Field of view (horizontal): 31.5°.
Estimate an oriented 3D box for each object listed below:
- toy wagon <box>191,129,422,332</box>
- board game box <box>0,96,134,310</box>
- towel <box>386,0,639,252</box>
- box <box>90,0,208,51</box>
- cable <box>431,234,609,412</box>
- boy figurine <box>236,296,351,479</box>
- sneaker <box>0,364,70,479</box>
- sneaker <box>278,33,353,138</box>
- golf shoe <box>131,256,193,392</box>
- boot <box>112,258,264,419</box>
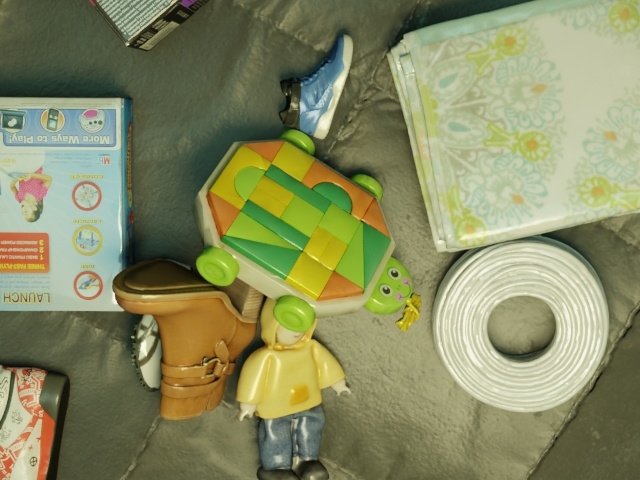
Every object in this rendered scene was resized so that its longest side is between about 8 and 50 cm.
[{"bbox_3d":[0.000,0.000,1.546,0.344,0.068,0.267,32,52,-2],"label":"toy wagon"},{"bbox_3d":[-0.423,-0.054,1.620,0.308,0.086,0.301,1,96,1],"label":"board game box"},{"bbox_3d":[0.303,-0.170,1.565,0.375,0.090,0.320,-13,83,6],"label":"towel"},{"bbox_3d":[-0.283,-0.407,1.540,0.143,0.165,0.270,-38,94,5],"label":"box"},{"bbox_3d":[0.288,0.118,1.622,0.257,0.089,0.257,35,95,-3],"label":"cable"},{"bbox_3d":[-0.036,0.206,1.629,0.177,0.092,0.285,-4,101,-25],"label":"boy figurine"},{"bbox_3d":[-0.462,0.314,1.660,0.145,0.090,0.270,11,93,1],"label":"sneaker"},{"bbox_3d":[-0.011,-0.227,1.607,0.085,0.058,0.152,17,103,-9],"label":"sneaker"},{"bbox_3d":[-0.224,0.124,1.640,0.094,0.077,0.198,1,97,1],"label":"golf shoe"},{"bbox_3d":[-0.197,0.140,1.559,0.109,0.283,0.220,27,105,27],"label":"boot"}]
